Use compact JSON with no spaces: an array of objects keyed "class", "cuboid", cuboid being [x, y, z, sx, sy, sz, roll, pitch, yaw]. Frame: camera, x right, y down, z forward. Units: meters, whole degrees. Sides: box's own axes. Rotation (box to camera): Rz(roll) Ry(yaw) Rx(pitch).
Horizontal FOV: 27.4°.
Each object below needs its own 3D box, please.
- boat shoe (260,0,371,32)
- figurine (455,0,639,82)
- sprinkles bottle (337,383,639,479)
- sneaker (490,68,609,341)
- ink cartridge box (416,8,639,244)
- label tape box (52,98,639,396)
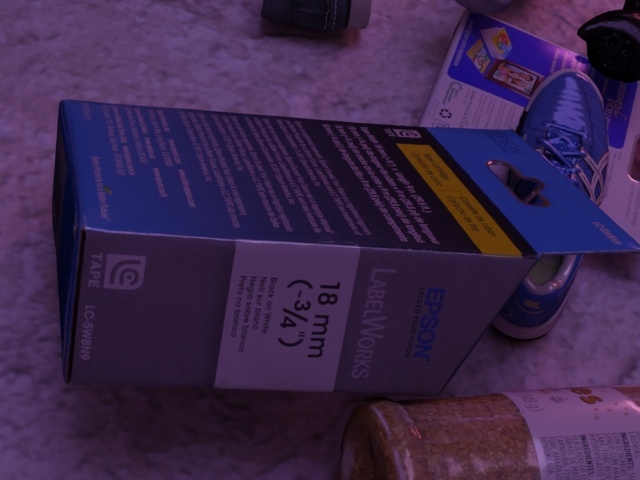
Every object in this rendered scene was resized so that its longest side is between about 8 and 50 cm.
[{"class":"boat shoe","cuboid":[-0.025,-0.330,1.149,0.099,0.116,0.319,-7,73,-6]},{"class":"figurine","cuboid":[0.216,-0.218,1.137,0.215,0.092,0.209,27,34,12]},{"class":"sprinkles bottle","cuboid":[0.195,0.149,0.836,0.355,0.121,0.121,-1,51,-18]},{"class":"sneaker","cuboid":[0.174,-0.032,0.961,0.080,0.081,0.211,12,73,1]},{"class":"ink cartridge box","cuboid":[0.186,-0.084,1.081,0.208,0.045,0.206,22,48,3]},{"class":"label tape box","cuboid":[0.000,0.000,0.852,0.334,0.105,0.240,3,22,-14]}]
